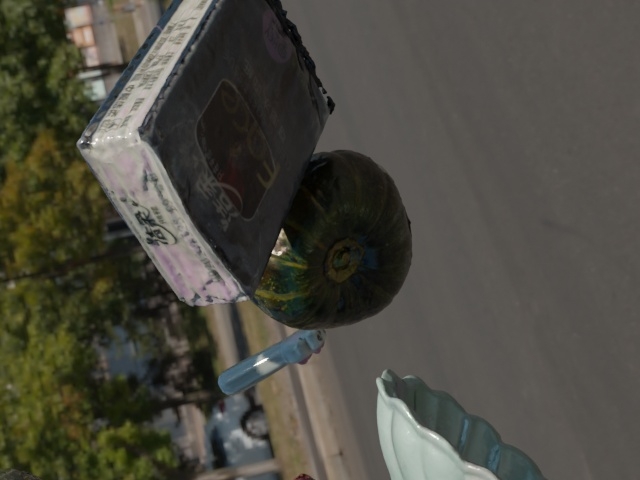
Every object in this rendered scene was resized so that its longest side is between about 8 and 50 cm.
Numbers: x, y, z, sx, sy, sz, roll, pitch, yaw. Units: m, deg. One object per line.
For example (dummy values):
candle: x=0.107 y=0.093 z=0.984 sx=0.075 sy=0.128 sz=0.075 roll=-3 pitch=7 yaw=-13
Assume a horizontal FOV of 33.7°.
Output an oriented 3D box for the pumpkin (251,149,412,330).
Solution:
pumpkin: x=-0.001 y=-0.001 z=1.471 sx=0.189 sy=0.260 sz=0.260 roll=39 pitch=143 yaw=53

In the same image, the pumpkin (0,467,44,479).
pumpkin: x=-0.395 y=0.423 z=1.271 sx=0.328 sy=0.257 sz=0.291 roll=-39 pitch=-71 yaw=-56

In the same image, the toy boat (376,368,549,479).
toy boat: x=0.162 y=0.249 z=1.090 sx=0.290 sy=0.100 sz=0.199 roll=34 pitch=-170 yaw=23

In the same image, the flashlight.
flashlight: x=-0.078 y=0.195 z=1.695 sx=0.047 sy=0.200 sz=0.093 roll=57 pitch=-160 yaw=-8

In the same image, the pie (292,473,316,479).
pie: x=-0.062 y=0.445 z=1.727 sx=0.038 sy=0.153 sz=0.153 roll=37 pitch=153 yaw=21

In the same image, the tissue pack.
tissue pack: x=-0.119 y=-0.132 z=1.240 sx=0.259 sy=0.122 sz=0.361 roll=60 pitch=-146 yaw=-33
